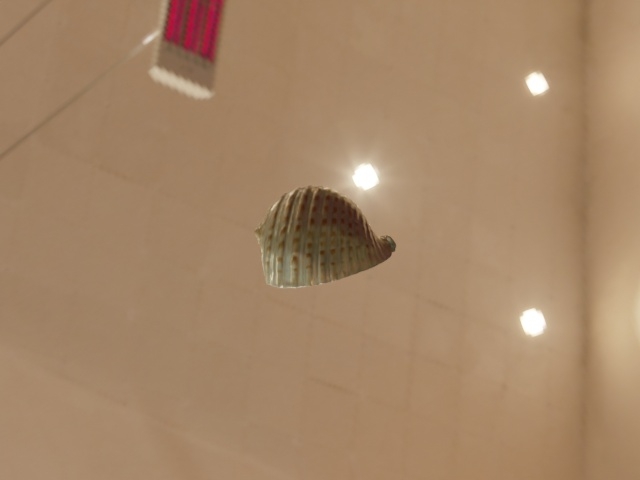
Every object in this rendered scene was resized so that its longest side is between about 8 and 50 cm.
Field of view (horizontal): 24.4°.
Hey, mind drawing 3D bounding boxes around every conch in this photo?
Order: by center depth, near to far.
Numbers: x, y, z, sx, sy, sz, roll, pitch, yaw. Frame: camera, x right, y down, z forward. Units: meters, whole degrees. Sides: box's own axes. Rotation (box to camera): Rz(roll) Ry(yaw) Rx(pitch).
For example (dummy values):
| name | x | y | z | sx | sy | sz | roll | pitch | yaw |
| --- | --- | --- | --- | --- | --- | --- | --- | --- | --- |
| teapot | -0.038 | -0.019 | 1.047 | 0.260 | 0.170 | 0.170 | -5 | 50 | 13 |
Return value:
| name | x | y | z | sx | sy | sz | roll | pitch | yaw |
| --- | --- | --- | --- | --- | --- | --- | --- | --- | --- |
| conch | -0.002 | -0.003 | 0.893 | 0.056 | 0.085 | 0.076 | 67 | -153 | -18 |
